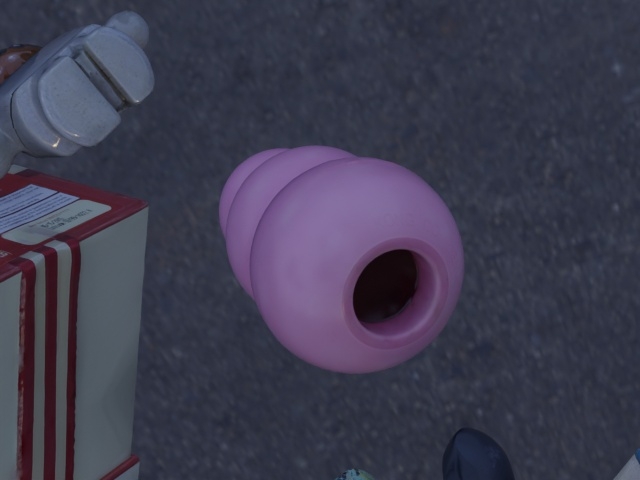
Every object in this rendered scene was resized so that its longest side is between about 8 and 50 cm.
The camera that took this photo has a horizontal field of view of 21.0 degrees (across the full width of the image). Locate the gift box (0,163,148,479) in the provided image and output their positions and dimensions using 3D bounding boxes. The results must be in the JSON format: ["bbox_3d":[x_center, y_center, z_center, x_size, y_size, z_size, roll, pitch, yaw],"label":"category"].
[{"bbox_3d":[-0.243,0.106,1.016,0.276,0.258,0.255,18,24,26],"label":"gift box"}]

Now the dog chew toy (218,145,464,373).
[{"bbox_3d":[0.000,0.000,1.709,0.206,0.207,0.332,-39,29,-9],"label":"dog chew toy"}]

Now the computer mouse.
[{"bbox_3d":[0.165,0.273,1.475,0.041,0.071,0.242,-20,92,35],"label":"computer mouse"}]

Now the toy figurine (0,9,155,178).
[{"bbox_3d":[-0.174,-0.130,0.736,0.148,0.209,0.213,3,92,64],"label":"toy figurine"}]

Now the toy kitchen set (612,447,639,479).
[{"bbox_3d":[0.397,0.280,1.617,0.122,0.207,0.166,-51,36,31],"label":"toy kitchen set"}]

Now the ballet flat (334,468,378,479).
[{"bbox_3d":[0.064,0.243,1.210,0.070,0.188,0.070,-19,18,7],"label":"ballet flat"}]
